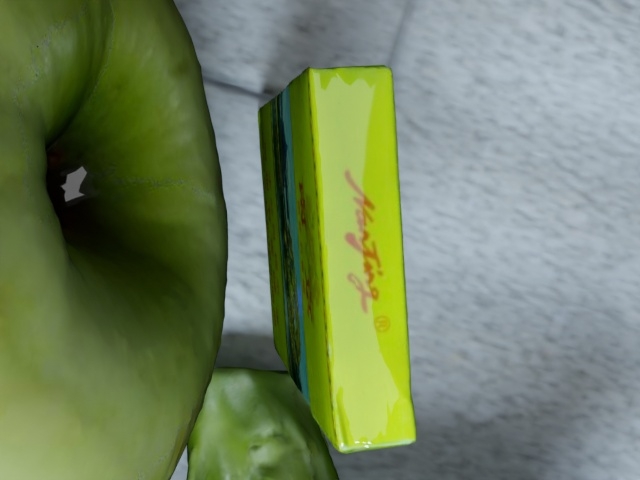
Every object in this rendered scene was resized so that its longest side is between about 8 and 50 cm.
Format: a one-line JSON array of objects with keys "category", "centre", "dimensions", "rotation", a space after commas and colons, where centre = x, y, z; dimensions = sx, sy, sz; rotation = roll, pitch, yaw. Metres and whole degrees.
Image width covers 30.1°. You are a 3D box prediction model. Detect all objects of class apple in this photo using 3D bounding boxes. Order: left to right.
[{"category": "apple", "centre": [-0.279, -0.005, 0.674], "dimensions": [0.474, 0.473, 0.473], "rotation": [0, 94, -2]}]

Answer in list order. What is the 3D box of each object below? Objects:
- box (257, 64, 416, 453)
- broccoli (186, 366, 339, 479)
[{"category": "box", "centre": [0.000, 0.000, 0.726], "dimensions": [0.047, 0.335, 0.187], "rotation": [-4, 94, -7]}, {"category": "broccoli", "centre": [-0.035, 0.272, 0.725], "dimensions": [0.353, 0.275, 0.397], "rotation": [-30, 51, -34]}]
